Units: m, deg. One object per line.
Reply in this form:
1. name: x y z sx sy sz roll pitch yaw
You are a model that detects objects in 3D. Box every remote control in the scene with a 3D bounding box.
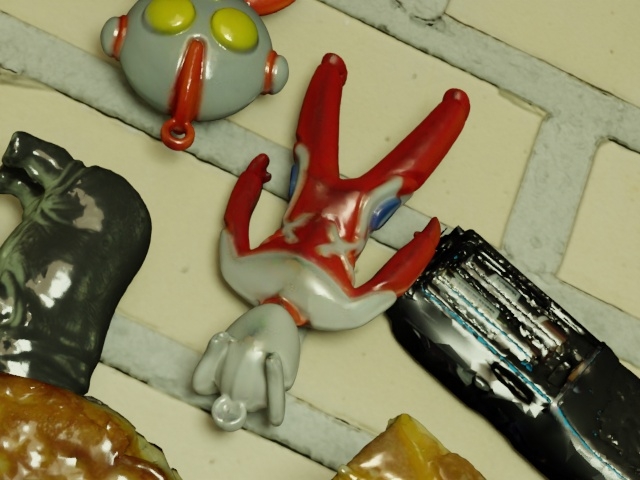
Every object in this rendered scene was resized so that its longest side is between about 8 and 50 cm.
1. remote control: 0.231 0.144 1.145 0.399 0.062 0.144 41 62 7

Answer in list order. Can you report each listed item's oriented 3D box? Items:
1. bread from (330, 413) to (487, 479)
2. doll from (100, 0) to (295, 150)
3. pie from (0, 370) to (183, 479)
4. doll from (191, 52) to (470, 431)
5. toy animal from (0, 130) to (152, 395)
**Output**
1. bread: 0.044 0.319 0.925 0.279 0.207 0.279 -37 80 -26
2. doll: -0.106 -0.226 1.210 0.199 0.105 0.337 15 61 -8
3. pie: -0.247 0.225 0.897 0.308 0.085 0.308 0 91 -5
4. doll: 0.000 0.000 1.134 0.188 0.099 0.384 20 57 15
5. toy animal: -0.234 0.090 1.024 0.168 0.106 0.343 13 68 -17
